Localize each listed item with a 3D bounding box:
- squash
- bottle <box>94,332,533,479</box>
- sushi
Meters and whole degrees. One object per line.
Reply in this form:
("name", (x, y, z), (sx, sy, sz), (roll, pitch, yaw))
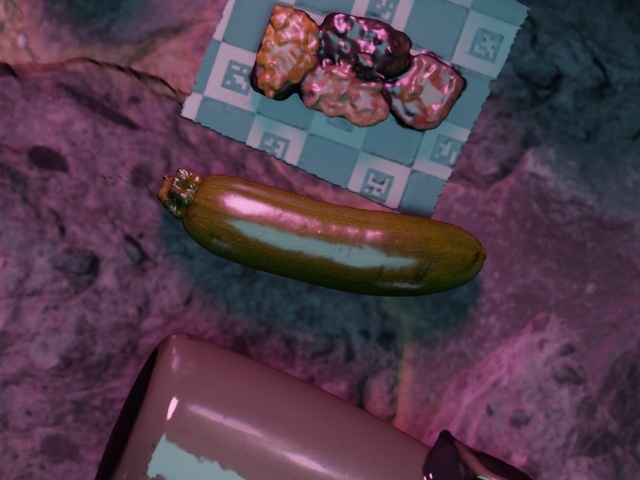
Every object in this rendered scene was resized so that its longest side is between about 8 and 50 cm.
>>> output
("squash", (0.000, 0.000, 1.132), (0.258, 0.069, 0.069), (11, 99, -5))
("bottle", (0.010, 0.201, 1.121), (0.347, 0.168, 0.168), (22, 98, -11))
("sushi", (0.028, -0.136, 1.118), (0.215, 0.050, 0.192), (24, 97, -7))
